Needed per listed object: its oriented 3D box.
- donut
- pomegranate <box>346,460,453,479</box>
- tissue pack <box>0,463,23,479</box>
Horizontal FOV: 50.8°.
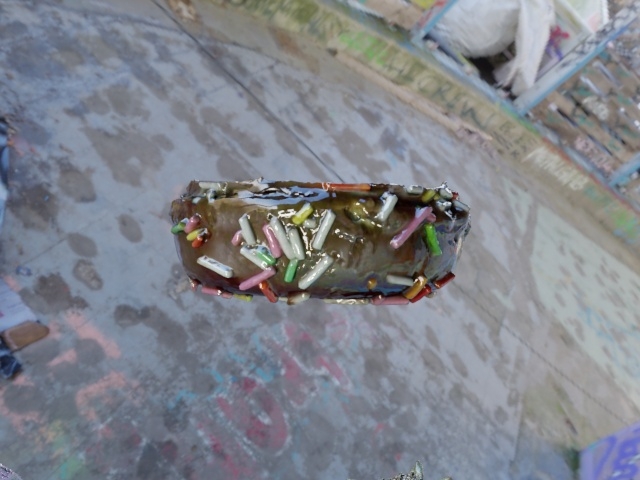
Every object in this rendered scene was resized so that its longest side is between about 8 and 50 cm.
[{"bbox_3d":[0.000,0.000,0.586,0.270,0.270,0.103,1,92,-50],"label":"donut"},{"bbox_3d":[0.083,0.330,0.693,0.149,0.149,0.169,-4,93,-52],"label":"pomegranate"},{"bbox_3d":[-0.317,0.330,0.560,0.257,0.215,0.123,-41,54,-20],"label":"tissue pack"}]
